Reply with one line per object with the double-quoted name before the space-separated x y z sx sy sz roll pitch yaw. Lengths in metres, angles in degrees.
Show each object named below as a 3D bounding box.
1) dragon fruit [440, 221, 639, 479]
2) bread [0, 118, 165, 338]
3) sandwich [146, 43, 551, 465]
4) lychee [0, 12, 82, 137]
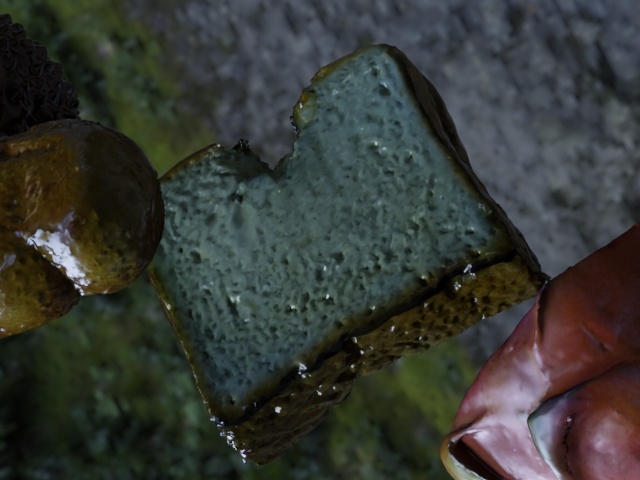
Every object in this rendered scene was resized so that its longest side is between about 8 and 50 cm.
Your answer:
"dragon fruit" 0.254 0.123 1.445 0.189 0.290 0.290 44 164 23
"bread" -0.239 0.021 1.183 0.084 0.344 0.124 46 -145 -40
"sandwich" 0.001 0.001 1.476 0.095 0.273 0.249 39 -159 -56
"lychee" -0.301 -0.081 1.493 0.271 0.271 0.271 59 170 17
